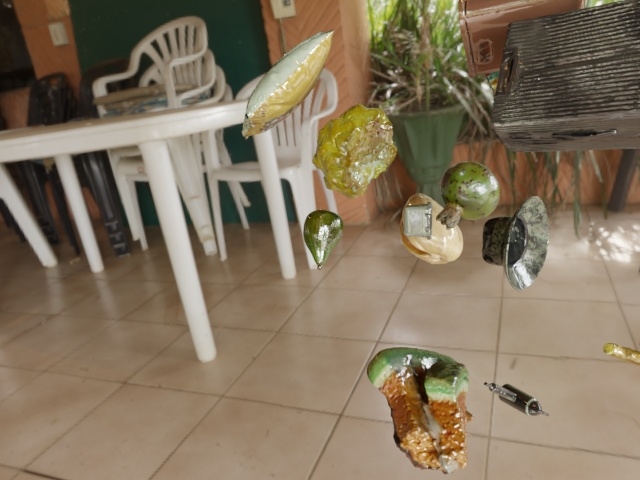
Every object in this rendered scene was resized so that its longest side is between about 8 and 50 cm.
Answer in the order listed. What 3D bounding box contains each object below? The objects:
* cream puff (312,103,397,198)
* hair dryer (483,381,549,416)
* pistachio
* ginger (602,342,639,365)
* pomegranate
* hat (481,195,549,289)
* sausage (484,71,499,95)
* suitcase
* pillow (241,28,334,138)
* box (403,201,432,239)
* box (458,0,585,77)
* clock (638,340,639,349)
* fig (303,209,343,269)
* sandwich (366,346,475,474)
[{"bbox_3d":[0.091,-0.270,1.455,0.282,0.281,0.185,-21,36,-34],"label":"cream puff"},{"bbox_3d":[0.736,0.607,1.892,0.248,0.077,0.196,27,-4,-25],"label":"hair dryer"},{"bbox_3d":[0.447,-0.040,1.988,0.230,0.230,0.308,-15,61,-20],"label":"pistachio"},{"bbox_3d":[1.293,0.476,1.944,0.299,0.065,0.118,18,-12,23],"label":"ginger"},{"bbox_3d":[0.475,-0.144,1.606,0.248,0.202,0.202,-48,31,-12],"label":"pomegranate"},{"bbox_3d":[0.497,0.003,1.293,0.128,0.265,0.266,7,24,42],"label":"hat"},{"bbox_3d":[0.585,-0.457,1.166,0.372,0.082,0.082,-21,13,21],"label":"sausage"},{"bbox_3d":[0.489,-0.277,0.852,0.335,0.229,0.152,7,-10,42],"label":"suitcase"},{"bbox_3d":[-0.100,-0.414,1.334,0.312,0.119,0.310,-48,7,-5],"label":"pillow"},{"bbox_3d":[0.330,-0.069,1.650,0.093,0.123,0.172,1,6,12],"label":"box"},{"bbox_3d":[0.427,-0.562,1.055,0.230,0.339,0.239,-1,-15,21],"label":"box"},{"bbox_3d":[0.795,0.257,1.061,0.103,0.231,0.144,-53,14,0],"label":"clock"},{"bbox_3d":[0.000,0.000,1.415,0.117,0.177,0.117,9,-10,1],"label":"fig"},{"bbox_3d":[0.250,0.358,1.078,0.251,0.162,0.301,16,39,-23],"label":"sandwich"}]
